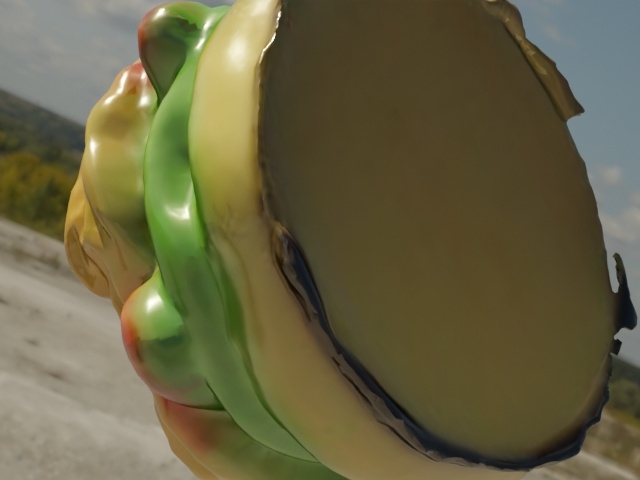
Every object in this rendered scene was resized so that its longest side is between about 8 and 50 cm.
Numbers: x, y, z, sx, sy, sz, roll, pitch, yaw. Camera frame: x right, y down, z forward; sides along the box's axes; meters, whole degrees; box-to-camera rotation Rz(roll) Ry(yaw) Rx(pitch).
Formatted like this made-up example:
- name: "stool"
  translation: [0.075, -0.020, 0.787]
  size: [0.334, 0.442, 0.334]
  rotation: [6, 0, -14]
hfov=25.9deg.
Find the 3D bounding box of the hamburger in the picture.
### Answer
- name: "hamburger"
  translation: [0.000, 0.000, 0.552]
  size: [0.149, 0.237, 0.237]
  rotation: [-20, -31, 39]
